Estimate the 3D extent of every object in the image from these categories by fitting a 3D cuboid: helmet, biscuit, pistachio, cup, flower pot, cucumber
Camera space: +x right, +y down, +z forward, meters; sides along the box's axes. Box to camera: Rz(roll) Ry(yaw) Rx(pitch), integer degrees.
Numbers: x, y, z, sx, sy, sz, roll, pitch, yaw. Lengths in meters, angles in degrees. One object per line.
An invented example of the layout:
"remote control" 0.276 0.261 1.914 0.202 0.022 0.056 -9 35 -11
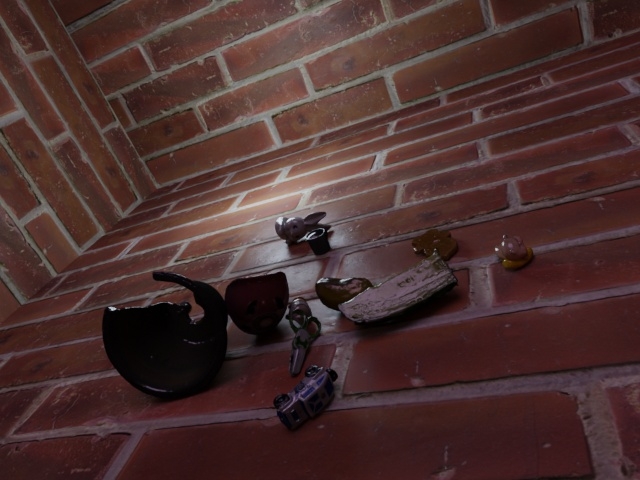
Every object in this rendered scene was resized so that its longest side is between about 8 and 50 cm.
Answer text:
"helmet" -0.184 0.201 1.548 0.198 0.154 0.253 -8 -15 -18
"biscuit" 0.370 0.013 1.640 0.133 0.027 0.184 -32 27 -19
"pistachio" 0.073 0.162 1.529 0.189 0.100 0.110 -1 54 25
"cup" 0.000 0.000 1.943 0.078 0.077 0.100 -1 34 42
"flower pot" -0.421 0.263 1.557 0.380 0.379 0.251 -19 3 11
"cucumber" 0.215 0.156 1.407 0.326 0.105 0.145 -26 51 -5

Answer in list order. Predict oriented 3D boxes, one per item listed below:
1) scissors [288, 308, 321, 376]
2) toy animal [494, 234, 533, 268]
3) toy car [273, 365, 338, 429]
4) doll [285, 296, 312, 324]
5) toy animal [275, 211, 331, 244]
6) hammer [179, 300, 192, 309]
"scissors" -0.055 0.287 1.427 0.027 0.101 0.204 -51 18 42
"toy animal" 0.533 0.019 1.411 0.091 0.082 0.114 -19 24 7
"toy car" -0.027 0.367 1.212 0.171 0.080 0.070 -37 29 -28
"doll" -0.070 0.222 1.560 0.084 0.073 0.127 -28 19 4
"toy animal" -0.076 -0.050 2.083 0.221 0.103 0.131 -7 28 35
"hammer" -0.608 0.316 1.898 0.290 0.037 0.137 -32 25 -18
